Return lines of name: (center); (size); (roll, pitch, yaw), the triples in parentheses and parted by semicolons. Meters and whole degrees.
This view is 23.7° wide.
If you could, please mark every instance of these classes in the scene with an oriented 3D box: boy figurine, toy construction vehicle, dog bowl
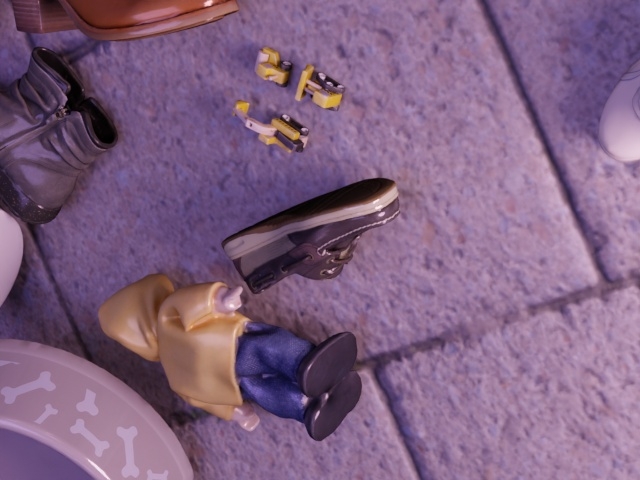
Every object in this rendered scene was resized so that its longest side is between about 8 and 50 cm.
boy figurine: (-0.098, 0.111, 1.512); (0.285, 0.092, 0.177); (17, 132, 35)
toy construction vehicle: (-0.034, -0.127, 1.406); (0.098, 0.035, 0.086); (36, 126, 22)
dog bowl: (-0.313, 0.274, 1.656); (0.348, 0.102, 0.349); (10, 127, 14)

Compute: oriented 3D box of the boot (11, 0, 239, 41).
boot: (-0.198, -0.304, 1.436); (0.283, 0.109, 0.220); (12, 110, 43)

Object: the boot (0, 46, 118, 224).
boot: (-0.323, -0.150, 1.608); (0.246, 0.083, 0.161); (45, 124, 7)

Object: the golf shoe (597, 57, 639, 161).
golf shoe: (0.260, -0.116, 1.147); (0.069, 0.086, 0.176); (50, 132, 9)

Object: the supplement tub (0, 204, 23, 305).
supplement tub: (-0.512, -0.032, 1.688); (0.325, 0.235, 0.235); (34, 125, 23)

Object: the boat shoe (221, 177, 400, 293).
boat shoe: (-0.001, 0.001, 1.407); (0.223, 0.080, 0.073); (-17, 102, 46)
